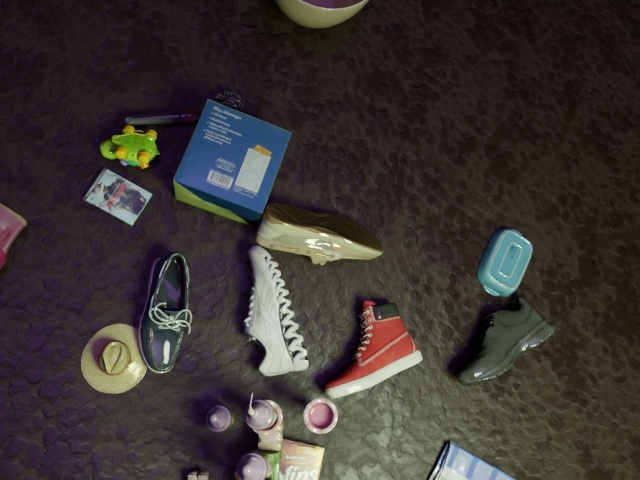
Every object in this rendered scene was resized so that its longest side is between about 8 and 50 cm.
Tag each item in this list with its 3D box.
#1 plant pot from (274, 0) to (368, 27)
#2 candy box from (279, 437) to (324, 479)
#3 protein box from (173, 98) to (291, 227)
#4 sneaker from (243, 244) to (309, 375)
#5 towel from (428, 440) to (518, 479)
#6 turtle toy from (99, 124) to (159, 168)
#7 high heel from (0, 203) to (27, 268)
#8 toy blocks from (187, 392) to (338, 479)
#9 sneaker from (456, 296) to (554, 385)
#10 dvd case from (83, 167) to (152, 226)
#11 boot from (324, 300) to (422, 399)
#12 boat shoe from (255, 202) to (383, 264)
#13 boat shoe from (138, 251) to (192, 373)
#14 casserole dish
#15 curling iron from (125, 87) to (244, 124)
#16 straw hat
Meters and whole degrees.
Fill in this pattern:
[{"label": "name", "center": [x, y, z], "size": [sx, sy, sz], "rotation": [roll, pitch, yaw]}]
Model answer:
[{"label": "plant pot", "center": [-0.010, -0.635, 1.439], "size": [0.285, 0.191, 0.283], "rotation": [3, 77, -12]}, {"label": "candy box", "center": [-0.066, 0.513, 1.223], "size": [0.109, 0.053, 0.186], "rotation": [15, 72, -8]}, {"label": "protein box", "center": [-0.197, -0.167, 1.311], "size": [0.200, 0.136, 0.201], "rotation": [20, 73, -7]}, {"label": "sneaker", "center": [-0.118, 0.152, 1.276], "size": [0.119, 0.110, 0.291], "rotation": [-17, 81, -7]}, {"label": "towel", "center": [0.309, 0.618, 1.296], "size": [0.209, 0.034, 0.284], "rotation": [32, 72, -5]}, {"label": "turtle toy", "center": [-0.423, -0.202, 1.303], "size": [0.130, 0.066, 0.095], "rotation": [10, 52, -8]}, {"label": "high heel", "center": [-0.793, -0.056, 1.145], "size": [0.378, 0.127, 0.181], "rotation": [29, 62, -9]}, {"label": "toy blocks", "center": [-0.126, 0.433, 1.077], "size": [0.309, 0.260, 0.288], "rotation": [0, 73, 6]}, {"label": "sneaker", "center": [0.414, 0.238, 1.385], "size": [0.286, 0.109, 0.130], "rotation": [-30, 79, -27]}, {"label": "dvd case", "center": [-0.448, -0.096, 1.301], "size": [0.120, 0.013, 0.087], "rotation": [30, 72, -4]}, {"label": "boot", "center": [0.090, 0.236, 1.311], "size": [0.245, 0.088, 0.176], "rotation": [-22, 82, -25]}, {"label": "boat shoe", "center": [0.000, 0.000, 1.342], "size": [0.303, 0.098, 0.109], "rotation": [13, 32, -25]}, {"label": "boat shoe", "center": [-0.318, 0.149, 1.232], "size": [0.095, 0.079, 0.254], "rotation": [15, 72, -30]}, {"label": "casserole dish", "center": [0.466, 0.051, 1.467], "size": [0.114, 0.037, 0.188], "rotation": [31, 71, -5]}, {"label": "curling iron", "center": [-0.314, -0.299, 1.369], "size": [0.274, 0.035, 0.068], "rotation": [-16, 77, -17]}, {"label": "straw hat", "center": [-0.422, 0.239, 1.201], "size": [0.145, 0.061, 0.144], "rotation": [3, 76, -13]}]
